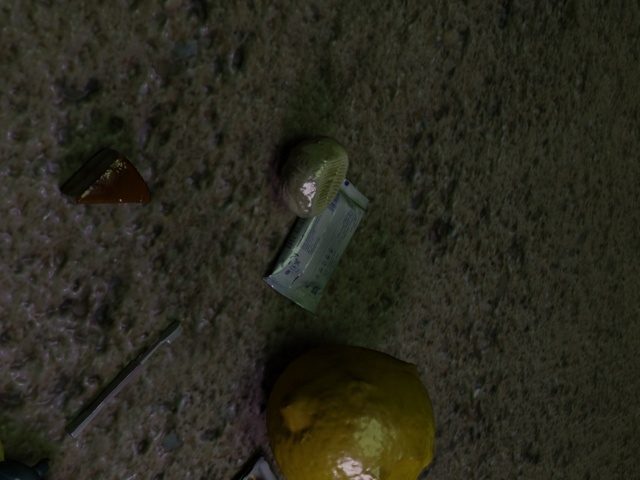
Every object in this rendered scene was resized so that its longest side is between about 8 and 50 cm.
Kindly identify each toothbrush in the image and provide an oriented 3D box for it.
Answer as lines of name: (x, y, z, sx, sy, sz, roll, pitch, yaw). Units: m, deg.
toothbrush: (-0.239, 0.169, 1.216, 0.194, 0.014, 0.017, -45, 136, -27)

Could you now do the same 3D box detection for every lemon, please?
lemon: (0.043, 0.263, 1.418, 0.288, 0.233, 0.234, 25, 87, -48)

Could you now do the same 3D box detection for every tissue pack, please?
tissue pack: (0.000, 0.000, 1.411, 0.122, 0.026, 0.193, 38, 76, -49)

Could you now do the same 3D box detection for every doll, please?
doll: (-0.334, 0.294, 1.114, 0.102, 0.089, 0.179, -46, 112, -26)

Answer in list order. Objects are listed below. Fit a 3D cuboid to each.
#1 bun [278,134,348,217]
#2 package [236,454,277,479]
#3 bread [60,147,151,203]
bun: (-0.014, -0.089, 1.324, 0.115, 0.069, 0.115, -50, 158, -29)
package: (-0.112, 0.431, 1.468, 0.173, 0.027, 0.171, -49, 137, -28)
bread: (-0.233, -0.071, 1.096, 0.109, 0.043, 0.062, -1, 108, -48)
